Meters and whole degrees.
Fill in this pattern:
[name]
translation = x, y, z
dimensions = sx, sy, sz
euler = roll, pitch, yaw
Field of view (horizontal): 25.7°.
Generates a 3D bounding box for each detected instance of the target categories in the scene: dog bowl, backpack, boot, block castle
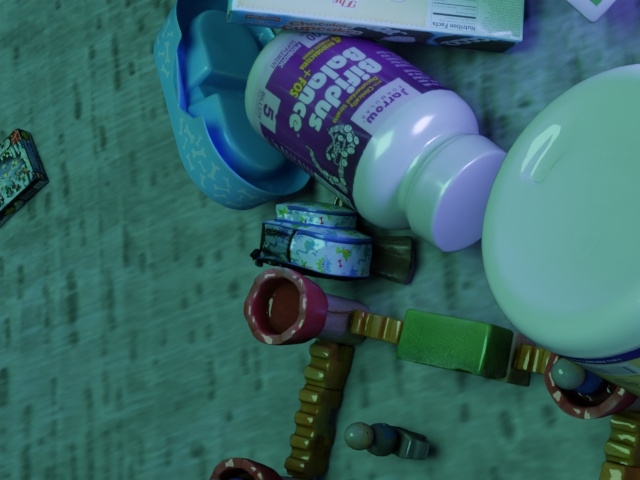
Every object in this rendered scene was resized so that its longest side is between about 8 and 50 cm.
[dog bowl]
translation = -0.113, -0.169, 1.701
dimensions = 0.074, 0.166, 0.297
euler = -35, 61, 38
[backpack]
translation = 0.000, 0.000, 1.569
dimensions = 0.114, 0.105, 0.084
euler = 16, 99, 38
[boot]
translation = 0.065, -0.008, 1.606
dimensions = 0.114, 0.037, 0.106
euler = 8, 97, 40
[block castle]
translation = 0.099, 0.210, 1.425
dimensions = 0.453, 0.213, 0.303
euler = 10, 86, 36

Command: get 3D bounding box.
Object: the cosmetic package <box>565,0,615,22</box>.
[cosmetic package]
translation = 0.319, -0.430, 1.398
dimensions = 0.365, 0.197, 0.155
euler = -48, 24, 20

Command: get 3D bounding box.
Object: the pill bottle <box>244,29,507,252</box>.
[pill bottle]
translation = 0.066, -0.116, 1.549
dimensions = 0.301, 0.169, 0.169
euler = 38, 102, 35

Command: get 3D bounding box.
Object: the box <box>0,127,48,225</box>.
[box]
translation = -0.454, -0.082, 2.002
dimensions = 0.137, 0.027, 0.094
euler = -40, 59, 23

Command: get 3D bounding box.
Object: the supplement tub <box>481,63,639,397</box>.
[supplement tub]
translation = 0.320, 0.025, 1.166
dimensions = 0.241, 0.331, 0.241
euler = -26, 51, 38

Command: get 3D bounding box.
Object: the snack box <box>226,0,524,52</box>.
[snack box]
translation = 0.065, -0.316, 1.535
dimensions = 0.322, 0.060, 0.187
euler = 5, 83, -8
